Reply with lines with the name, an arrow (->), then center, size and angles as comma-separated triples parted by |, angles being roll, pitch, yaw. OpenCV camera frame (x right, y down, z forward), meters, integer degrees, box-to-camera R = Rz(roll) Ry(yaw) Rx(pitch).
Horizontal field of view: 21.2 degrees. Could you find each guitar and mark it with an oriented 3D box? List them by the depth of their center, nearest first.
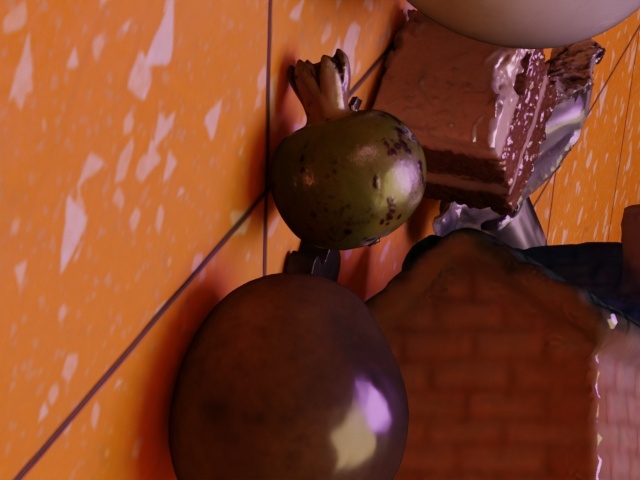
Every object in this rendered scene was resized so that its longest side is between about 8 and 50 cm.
guitar -> 0.000, 0.000, 1.338 | 0.088, 0.025, 0.233 | 29, 76, -71

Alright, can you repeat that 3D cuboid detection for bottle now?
bottle -> 0.196, -0.020, 1.857 | 0.253, 0.079, 0.096 | 50, 20, -67

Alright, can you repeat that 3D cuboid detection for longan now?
longan -> -0.022, 0.115, 1.154 | 0.167, 0.167, 0.187 | 33, 50, -72

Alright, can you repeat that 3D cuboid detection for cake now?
cake -> 0.119, -0.113, 1.460 | 0.147, 0.134, 0.135 | 46, 58, -59

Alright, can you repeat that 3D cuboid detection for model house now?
model house -> 0.178, 0.154, 1.542 | 0.445, 0.395, 0.400 | 18, 74, -61

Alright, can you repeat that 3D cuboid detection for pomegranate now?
pomegranate -> 0.013, -0.063, 1.214 | 0.114, 0.114, 0.142 | -31, 105, -66

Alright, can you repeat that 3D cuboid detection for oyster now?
oyster -> 0.193, -0.101, 1.668 | 0.199, 0.087, 0.252 | 17, 99, -62

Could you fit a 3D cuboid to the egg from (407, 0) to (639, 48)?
egg -> 0.152, -0.257, 1.277 | 0.371, 0.230, 0.230 | -20, 122, -65
